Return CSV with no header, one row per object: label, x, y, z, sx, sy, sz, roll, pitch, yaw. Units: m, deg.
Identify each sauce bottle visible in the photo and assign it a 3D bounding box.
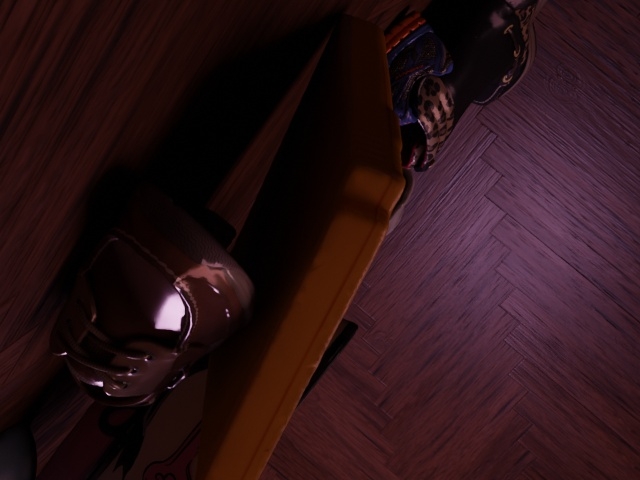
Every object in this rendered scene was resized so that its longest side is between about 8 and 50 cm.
sauce bottle,-0.132,0.030,1.083,0.128,0.042,0.042,-50,177,4

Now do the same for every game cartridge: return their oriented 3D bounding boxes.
game cartridge,-0.017,0.003,0.901,0.324,0.052,0.285,-92,-154,-60

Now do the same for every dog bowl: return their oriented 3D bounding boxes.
dog bowl,-0.143,0.202,1.199,0.408,0.150,0.408,-51,177,-4

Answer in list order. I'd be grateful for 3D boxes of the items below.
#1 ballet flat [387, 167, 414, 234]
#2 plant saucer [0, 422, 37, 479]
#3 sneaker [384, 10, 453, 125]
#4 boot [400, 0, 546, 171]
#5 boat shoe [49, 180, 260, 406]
ballet flat,0.000,0.000,1.567,0.400,0.139,0.139,-42,172,-41
plant saucer,-0.361,0.301,1.046,0.317,0.043,0.317,-50,176,-5
sneaker,0.065,-0.149,1.305,0.221,0.087,0.083,-52,176,21
boot,0.176,-0.219,1.568,0.284,0.138,0.377,-50,173,-15
boat shoe,-0.129,0.060,0.832,0.116,0.123,0.324,-47,174,-20
